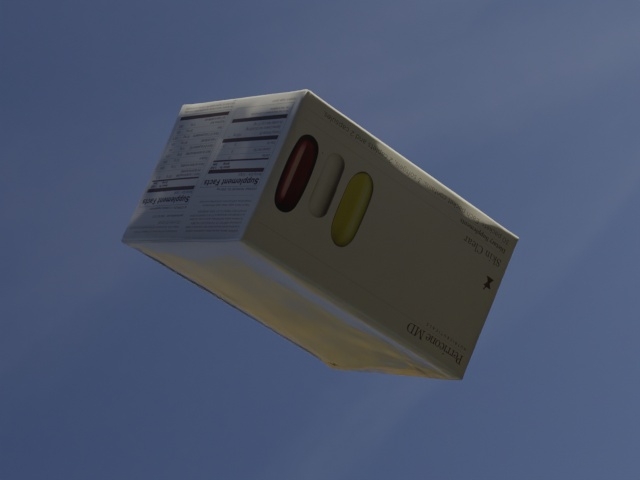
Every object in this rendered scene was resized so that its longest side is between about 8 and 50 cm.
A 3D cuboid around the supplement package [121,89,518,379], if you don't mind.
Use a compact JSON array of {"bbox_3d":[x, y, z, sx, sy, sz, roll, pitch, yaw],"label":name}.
[{"bbox_3d":[0.000,0.000,1.588,0.262,0.204,0.145,32,-108,-30],"label":"supplement package"}]
